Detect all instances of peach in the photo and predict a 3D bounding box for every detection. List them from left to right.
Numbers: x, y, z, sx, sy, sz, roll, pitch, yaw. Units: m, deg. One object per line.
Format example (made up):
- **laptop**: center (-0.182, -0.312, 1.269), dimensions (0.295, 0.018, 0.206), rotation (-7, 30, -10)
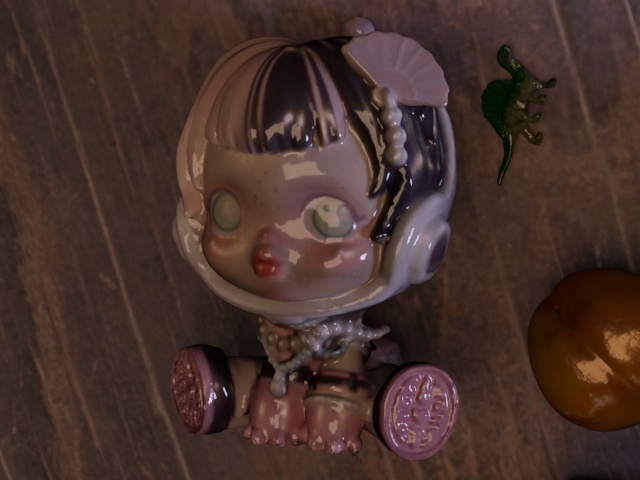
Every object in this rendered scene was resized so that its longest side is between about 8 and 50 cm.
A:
- **peach**: center (0.241, 0.089, 1.219), dimensions (0.138, 0.138, 0.138), rotation (3, 105, 13)

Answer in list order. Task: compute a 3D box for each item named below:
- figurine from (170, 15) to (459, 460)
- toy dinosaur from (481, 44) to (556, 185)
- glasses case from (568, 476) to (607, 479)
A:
- **figurine**: center (-0.010, 0.000, 1.215), dimensions (0.253, 0.211, 0.361), rotation (-1, 105, 8)
- **toy dinosaur**: center (0.164, -0.107, 1.247), dimensions (0.060, 0.029, 0.120), rotation (23, 114, 24)
- **glasses case**: center (0.226, 0.379, 1.293), dimensions (0.074, 0.131, 0.323), rotation (7, 105, 13)
